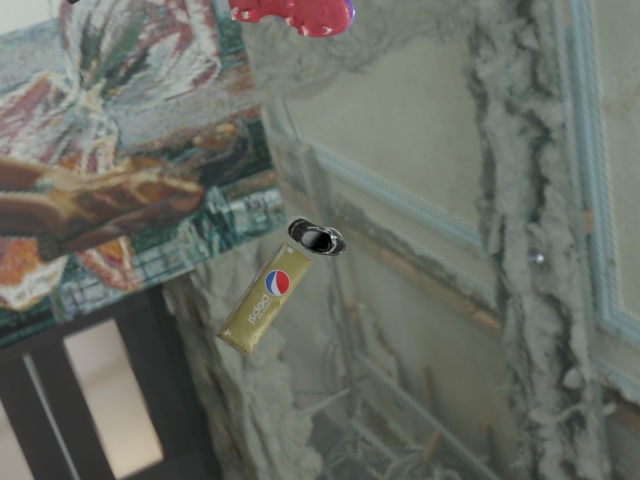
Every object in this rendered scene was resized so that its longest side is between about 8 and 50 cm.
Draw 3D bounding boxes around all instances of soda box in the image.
[{"bbox_3d":[-0.091,0.093,1.646,0.058,0.181,0.061,36,-15,-9],"label":"soda box"}]

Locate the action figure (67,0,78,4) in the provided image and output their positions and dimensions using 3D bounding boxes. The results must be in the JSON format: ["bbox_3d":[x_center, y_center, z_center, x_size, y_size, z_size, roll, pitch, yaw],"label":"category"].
[{"bbox_3d":[-0.352,-0.314,1.025,0.285,0.099,0.185,22,-16,29],"label":"action figure"}]

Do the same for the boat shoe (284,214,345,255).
[{"bbox_3d":[0.000,0.000,1.459,0.038,0.046,0.125,43,7,39],"label":"boat shoe"}]

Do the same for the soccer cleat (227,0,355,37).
[{"bbox_3d":[-0.031,-0.330,1.408,0.248,0.095,0.083,17,-56,45],"label":"soccer cleat"}]
